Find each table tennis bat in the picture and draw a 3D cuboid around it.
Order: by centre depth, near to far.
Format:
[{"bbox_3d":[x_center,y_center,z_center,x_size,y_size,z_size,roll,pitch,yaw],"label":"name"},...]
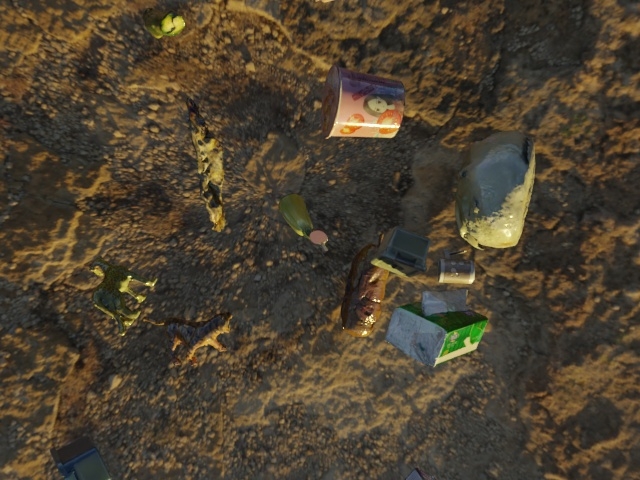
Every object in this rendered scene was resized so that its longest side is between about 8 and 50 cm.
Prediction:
[{"bbox_3d":[0.000,0.000,1.533,0.050,0.007,0.083,-18,127,18],"label":"table tennis bat"}]

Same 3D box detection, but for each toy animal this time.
[{"bbox_3d":[-0.439,0.110,1.106,0.136,0.181,0.073,32,115,-17],"label":"toy animal"},{"bbox_3d":[-0.345,0.219,1.277,0.256,0.114,0.116,9,115,21],"label":"toy animal"}]

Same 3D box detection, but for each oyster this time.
[{"bbox_3d":[-0.282,-0.185,1.315,0.079,0.128,0.344,-6,111,3],"label":"oyster"}]

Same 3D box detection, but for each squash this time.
[{"bbox_3d":[-0.065,-0.069,1.780,0.095,0.224,0.094,-13,128,-17],"label":"squash"}]

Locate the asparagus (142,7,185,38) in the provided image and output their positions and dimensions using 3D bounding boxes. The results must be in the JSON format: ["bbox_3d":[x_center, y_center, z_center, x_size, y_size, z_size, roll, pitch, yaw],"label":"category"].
[{"bbox_3d":[-0.480,-0.664,1.603,0.085,0.343,0.082,-50,129,0],"label":"asparagus"}]

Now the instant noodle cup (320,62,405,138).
[{"bbox_3d":[0.137,-0.447,1.738,0.232,0.243,0.242,4,95,-14],"label":"instant noodle cup"}]

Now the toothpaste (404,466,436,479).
[{"bbox_3d":[0.121,0.470,0.876,0.047,0.040,0.196,36,96,-18],"label":"toothpaste"}]

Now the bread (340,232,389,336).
[{"bbox_3d":[0.138,0.138,1.575,0.124,0.084,0.343,14,111,5],"label":"bread"}]

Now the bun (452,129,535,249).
[{"bbox_3d":[0.329,-0.096,1.007,0.142,0.239,0.238,12,95,21],"label":"bun"}]

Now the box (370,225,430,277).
[{"bbox_3d":[0.208,0.028,1.337,0.124,0.172,0.092,22,79,-3],"label":"box"}]

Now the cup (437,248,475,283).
[{"bbox_3d":[0.402,0.082,1.560,0.099,0.102,0.074,4,128,5],"label":"cup"}]

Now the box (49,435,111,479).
[{"bbox_3d":[-0.343,0.326,0.755,0.054,0.099,0.074,-25,99,-32],"label":"box"}]

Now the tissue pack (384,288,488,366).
[{"bbox_3d":[0.289,0.192,1.267,0.209,0.148,0.156,-1,112,-47],"label":"tissue pack"}]
